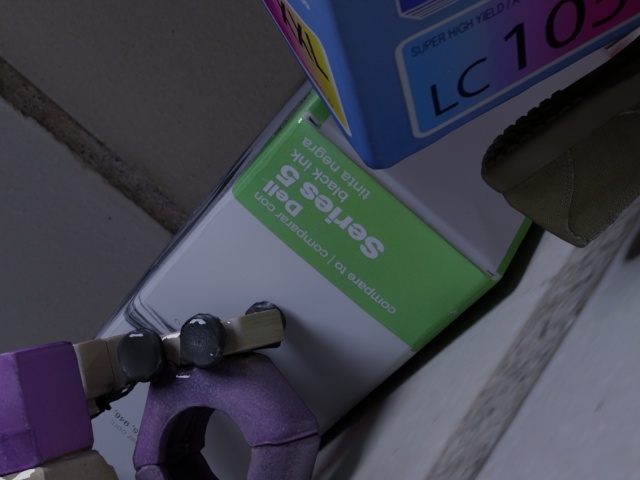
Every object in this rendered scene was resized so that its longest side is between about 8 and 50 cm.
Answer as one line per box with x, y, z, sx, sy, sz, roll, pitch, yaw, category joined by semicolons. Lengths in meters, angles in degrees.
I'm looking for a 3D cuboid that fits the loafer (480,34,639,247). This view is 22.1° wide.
0.126;-0.050;0.560;0.148;0.050;0.056;-33;13;12;loafer

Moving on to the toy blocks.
-0.167;0.187;0.635;0.289;0.260;0.309;-15;-3;26;toy blocks

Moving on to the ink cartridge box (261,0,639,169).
0.063;-0.226;0.413;0.270;0.151;0.395;-30;-31;-5;ink cartridge box

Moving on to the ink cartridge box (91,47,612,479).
0.000;0.000;0.828;0.273;0.115;0.198;-45;7;42;ink cartridge box
